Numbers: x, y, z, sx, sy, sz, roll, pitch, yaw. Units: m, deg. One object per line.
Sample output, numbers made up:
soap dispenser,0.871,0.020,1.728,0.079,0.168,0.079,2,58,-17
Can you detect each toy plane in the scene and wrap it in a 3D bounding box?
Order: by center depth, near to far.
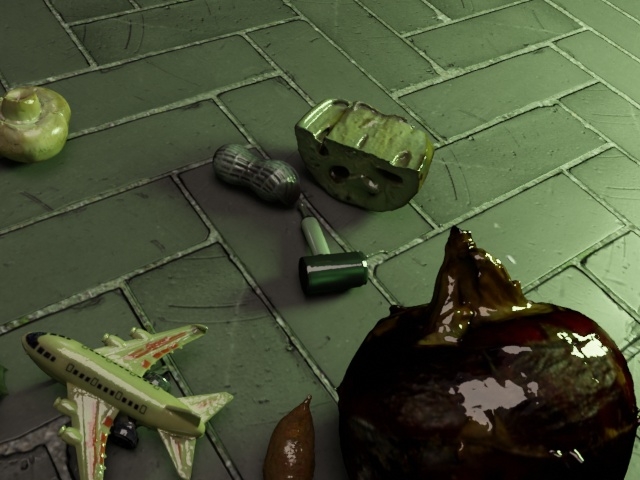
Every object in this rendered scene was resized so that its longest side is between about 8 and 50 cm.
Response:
toy plane,-0.245,0.181,0.747,0.256,0.104,0.242,21,52,9

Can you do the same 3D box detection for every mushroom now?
mushroom,-0.484,-0.193,1.019,0.147,0.112,0.148,3,41,-3

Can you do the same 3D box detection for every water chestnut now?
water chestnut,0.174,0.156,0.697,0.334,0.335,0.347,-12,89,-19

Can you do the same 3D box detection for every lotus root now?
lotus root,0.077,-0.144,1.057,0.234,0.138,0.119,28,46,15

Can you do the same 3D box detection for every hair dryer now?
hair dryer,0.000,0.000,0.981,0.100,0.057,0.198,-7,46,-17

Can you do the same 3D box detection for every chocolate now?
chocolate,-0.106,-0.113,1.042,0.166,0.072,0.072,24,50,14

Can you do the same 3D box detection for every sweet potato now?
sweet potato,-0.036,0.294,0.716,0.068,0.068,0.226,2,63,-7

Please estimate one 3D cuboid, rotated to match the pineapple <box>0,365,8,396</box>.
pineapple,-0.521,0.153,0.719,0.277,0.119,0.130,5,30,-8
